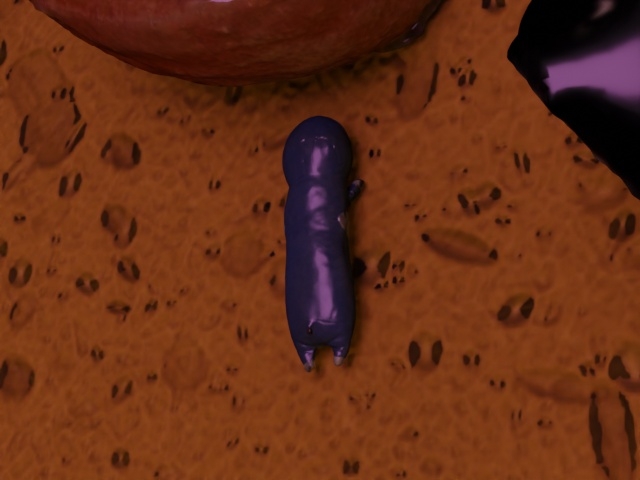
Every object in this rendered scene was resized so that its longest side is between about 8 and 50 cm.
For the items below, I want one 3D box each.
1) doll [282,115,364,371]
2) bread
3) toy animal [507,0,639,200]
[{"bbox_3d":[0.000,0.000,0.775,0.037,0.027,0.125,-12,69,29],"label":"doll"},{"bbox_3d":[-0.053,-0.168,0.814,0.244,0.123,0.190,0,73,34],"label":"bread"},{"bbox_3d":[0.202,-0.092,0.593,0.235,0.165,0.187,-40,49,12],"label":"toy animal"}]
